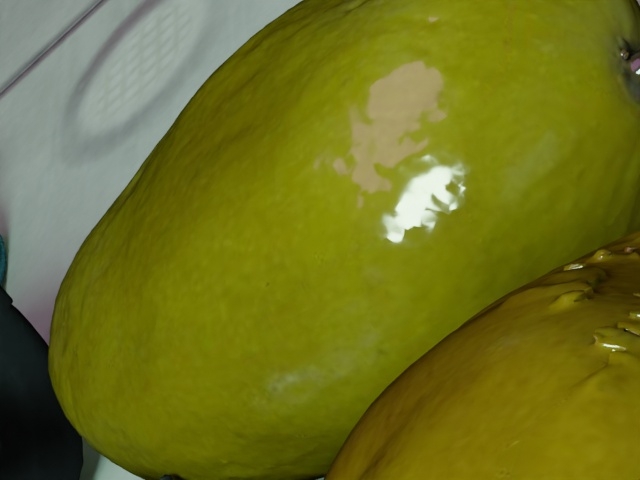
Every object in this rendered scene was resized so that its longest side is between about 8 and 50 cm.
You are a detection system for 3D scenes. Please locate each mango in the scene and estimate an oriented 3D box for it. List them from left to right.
[{"bbox_3d":[0.000,0.004,0.721,0.331,0.142,0.195,-38,24,37],"label":"mango"},{"bbox_3d":[0.079,0.071,0.445,0.151,0.156,0.248,21,37,24],"label":"mango"}]

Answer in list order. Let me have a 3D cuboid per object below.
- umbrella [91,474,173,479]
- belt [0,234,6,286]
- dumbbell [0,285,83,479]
[{"bbox_3d":[-0.039,0.134,0.626,0.154,0.128,0.336,-52,24,0],"label":"umbrella"},{"bbox_3d":[-0.228,0.028,1.065,0.065,0.100,0.179,-45,30,18],"label":"belt"},{"bbox_3d":[-0.264,0.113,0.914,0.388,0.185,0.185,-14,44,49],"label":"dumbbell"}]
